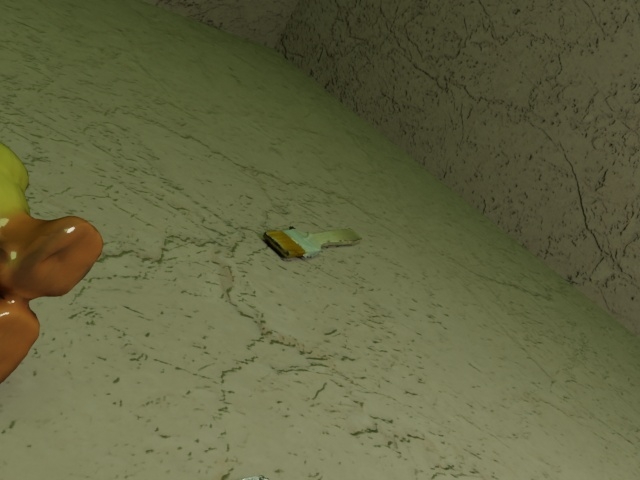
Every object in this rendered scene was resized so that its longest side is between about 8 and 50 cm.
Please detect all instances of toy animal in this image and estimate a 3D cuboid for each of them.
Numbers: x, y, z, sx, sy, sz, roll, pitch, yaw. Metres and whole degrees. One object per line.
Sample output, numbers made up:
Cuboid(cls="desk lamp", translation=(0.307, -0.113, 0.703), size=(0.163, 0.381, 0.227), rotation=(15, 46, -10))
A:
Cuboid(cls="toy animal", translation=(-0.393, -0.026, 0.643), size=(0.338, 0.216, 0.191), rotation=(31, -7, 19))

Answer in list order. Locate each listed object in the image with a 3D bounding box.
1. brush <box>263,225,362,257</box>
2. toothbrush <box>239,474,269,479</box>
Cuboid(cls="brush", translation=(0.000, 0.000, 1.424), size=(0.085, 0.020, 0.336), rotation=(40, 21, 22))
Cuboid(cls="toothbrush", translation=(-0.152, 0.250, 0.643), size=(0.288, 0.021, 0.024), rotation=(8, 20, -48))
